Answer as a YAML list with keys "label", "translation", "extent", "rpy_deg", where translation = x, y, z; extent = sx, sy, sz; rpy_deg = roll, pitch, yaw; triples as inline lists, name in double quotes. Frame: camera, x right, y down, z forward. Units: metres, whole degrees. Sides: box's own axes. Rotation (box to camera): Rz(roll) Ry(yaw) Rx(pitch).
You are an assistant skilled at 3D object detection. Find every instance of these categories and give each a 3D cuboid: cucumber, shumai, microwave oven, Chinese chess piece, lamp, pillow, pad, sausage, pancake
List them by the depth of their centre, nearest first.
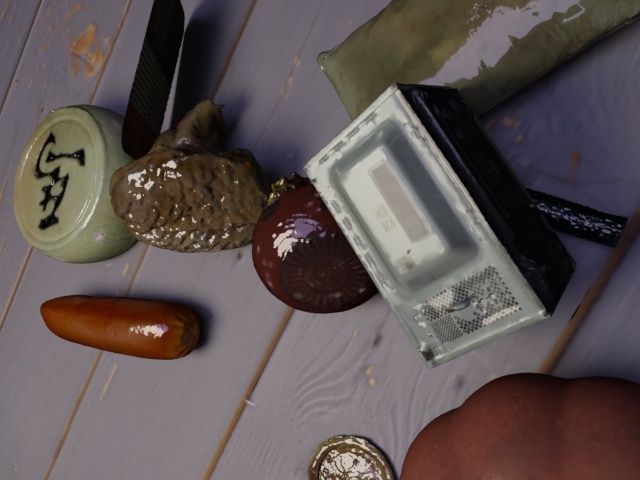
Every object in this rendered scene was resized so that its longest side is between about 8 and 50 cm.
- label: "lamp"
  translation: [0.186, 0.251, 0.357]
  extent: [0.305, 0.240, 0.305]
  rpy_deg: [-3, 84, 28]
- label: "microwave oven"
  translation: [0.112, -0.022, 0.446]
  extent: [0.122, 0.162, 0.208]
  rpy_deg: [-37, 81, 35]
- label: "cucumber"
  translation: [0.220, -0.029, 0.485]
  extent: [0.133, 0.032, 0.032]
  rpy_deg: [23, 96, 28]
- label: "pillow"
  translation: [0.147, -0.215, 0.522]
  extent: [0.302, 0.075, 0.184]
  rpy_deg: [-32, 73, 26]
- label: "lamp"
  translation: [0.005, 0.001, 0.550]
  extent: [0.156, 0.135, 0.157]
  rpy_deg: [19, 118, -11]
- label: "pancake"
  translation: [0.035, 0.277, 0.572]
  extent: [0.115, 0.011, 0.114]
  rpy_deg: [-4, 82, 27]
- label: "pad"
  translation: [-0.191, -0.228, 0.612]
  extent: [0.323, 0.055, 0.249]
  rpy_deg: [1, 78, 66]
- label: "shumai"
  translation: [-0.158, -0.086, 0.659]
  extent: [0.206, 0.166, 0.175]
  rpy_deg: [0, 46, 4]
- label: "sausage"
  translation: [-0.302, 0.124, 0.734]
  extent: [0.300, 0.089, 0.083]
  rpy_deg: [0, 91, 30]
- label: "Chinese chess piece"
  translation: [-0.374, -0.088, 0.789]
  extent: [0.250, 0.101, 0.250]
  rpy_deg: [-4, 82, 29]
